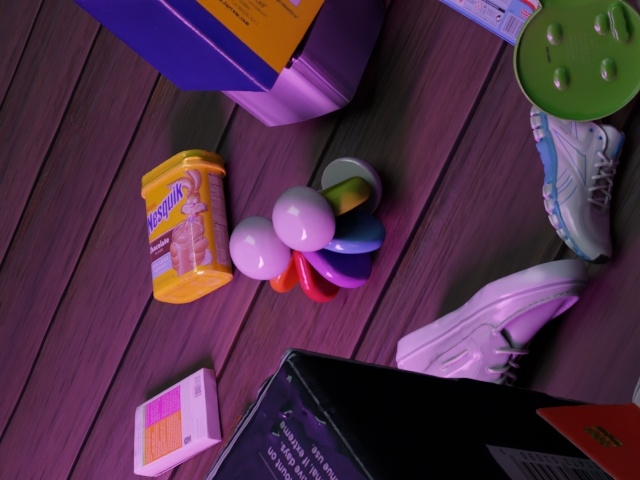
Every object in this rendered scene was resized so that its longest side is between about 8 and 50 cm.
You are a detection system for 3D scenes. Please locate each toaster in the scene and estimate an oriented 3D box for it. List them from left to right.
[{"bbox_3d":[-0.030,-0.232,1.737,0.168,0.110,0.185,-11,50,47],"label":"toaster"}]

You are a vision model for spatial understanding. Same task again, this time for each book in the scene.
[{"bbox_3d":[-0.185,0.233,1.865,0.144,0.035,0.096,-31,54,39],"label":"book"}]

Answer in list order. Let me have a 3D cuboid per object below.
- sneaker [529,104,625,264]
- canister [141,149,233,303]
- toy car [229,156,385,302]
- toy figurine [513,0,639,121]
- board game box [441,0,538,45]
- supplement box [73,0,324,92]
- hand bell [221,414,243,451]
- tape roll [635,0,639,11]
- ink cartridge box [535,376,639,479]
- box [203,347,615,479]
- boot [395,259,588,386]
[{"bbox_3d":[0.262,-0.070,1.420,0.083,0.071,0.190,-28,59,34],"label":"sneaker"},{"bbox_3d":[-0.172,-0.016,1.892,0.126,0.073,0.169,-28,61,41],"label":"canister"},{"bbox_3d":[0.000,0.000,1.657,0.182,0.159,0.136,-33,91,38],"label":"toy car"},{"bbox_3d":[0.242,-0.224,1.423,0.130,0.173,0.159,-12,25,7],"label":"toy figurine"},{"bbox_3d":[0.224,-0.324,1.556,0.160,0.039,0.211,42,112,46],"label":"board game box"},{"bbox_3d":[-0.088,-0.366,1.655,0.194,0.195,0.356,9,64,54],"label":"supplement box"},{"bbox_3d":[-0.111,0.323,1.720,0.126,0.126,0.242,-15,56,46],"label":"hand bell"},{"bbox_3d":[0.443,-0.314,1.281,0.392,0.072,0.392,-17,67,46],"label":"tape roll"},{"bbox_3d":[0.341,0.175,1.122,0.275,0.239,0.060,41,119,46],"label":"ink cartridge box"},{"bbox_3d":[0.091,0.381,1.164,0.471,0.480,0.297,-57,45,21],"label":"box"},{"bbox_3d":[0.180,0.119,1.451,0.258,0.095,0.123,-37,59,46],"label":"boot"}]
